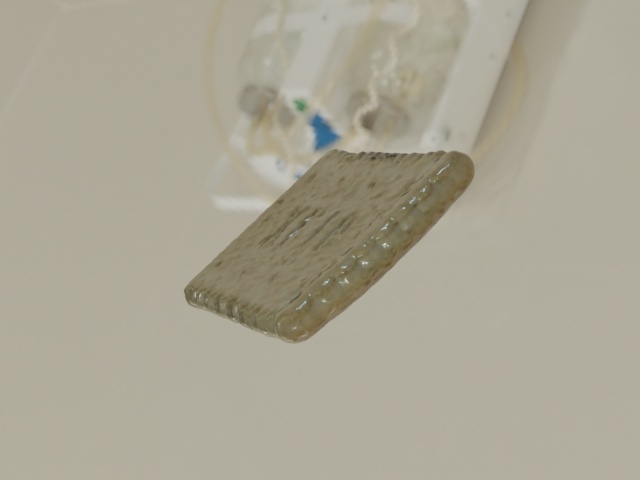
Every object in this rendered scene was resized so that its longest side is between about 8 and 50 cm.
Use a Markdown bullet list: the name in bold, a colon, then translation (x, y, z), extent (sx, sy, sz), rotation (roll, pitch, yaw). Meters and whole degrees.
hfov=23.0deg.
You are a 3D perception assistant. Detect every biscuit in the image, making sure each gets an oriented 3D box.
- **biscuit**: translation (0.000, 0.000, 1.367), extent (0.044, 0.217, 0.325), rotation (48, 167, -15)
